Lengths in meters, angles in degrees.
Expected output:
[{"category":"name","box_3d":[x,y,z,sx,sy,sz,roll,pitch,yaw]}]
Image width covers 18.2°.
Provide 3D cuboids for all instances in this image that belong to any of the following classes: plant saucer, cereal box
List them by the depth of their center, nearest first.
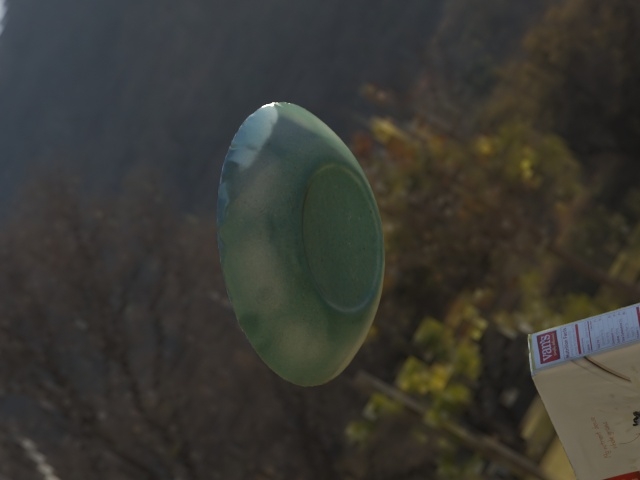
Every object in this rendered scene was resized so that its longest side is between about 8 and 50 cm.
[{"category":"cereal box","box_3d":[0.278,0.104,1.340,0.240,0.173,0.047,-18,36,14]},{"category":"plant saucer","box_3d":[0.000,0.000,1.342,0.037,0.195,0.195,-9,31,31]}]
